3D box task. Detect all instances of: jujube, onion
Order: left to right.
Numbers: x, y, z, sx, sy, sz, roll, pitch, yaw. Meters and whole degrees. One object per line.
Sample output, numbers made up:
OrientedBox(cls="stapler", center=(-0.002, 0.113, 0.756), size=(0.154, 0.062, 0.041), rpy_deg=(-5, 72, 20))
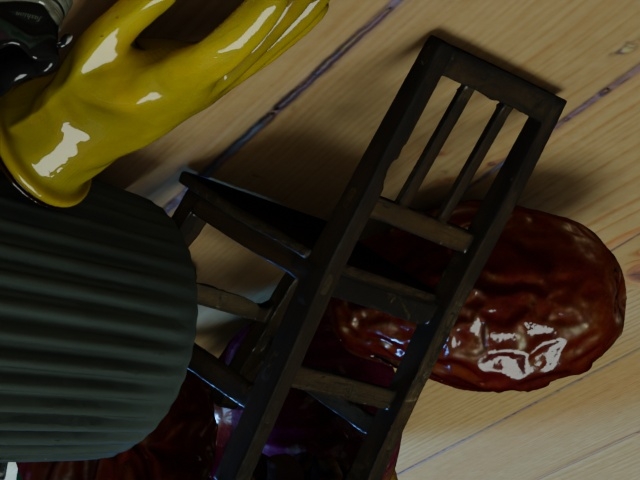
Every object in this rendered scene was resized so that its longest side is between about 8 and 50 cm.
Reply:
OrientedBox(cls="jujube", center=(-0.209, 0.199, 1.613), size=(0.213, 0.232, 0.213), rpy_deg=(-1, 167, 0))
OrientedBox(cls="onion", center=(-0.017, 0.203, 1.726), size=(0.272, 0.256, 0.230), rpy_deg=(-28, -179, -25))
OrientedBox(cls="jujube", center=(0.153, 0.059, 1.527), size=(0.290, 0.197, 0.197), rpy_deg=(0, 158, 20))

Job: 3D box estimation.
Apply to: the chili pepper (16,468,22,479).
OrientedBox(cls="chili pepper", center=(-0.254, 0.298, 1.863), size=(0.233, 0.257, 0.248), rpy_deg=(7, 155, -1))

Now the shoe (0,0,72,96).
OrientedBox(cls="shoe", center=(-0.261, -0.135, 1.121), size=(0.169, 0.099, 0.071), rpy_deg=(-10, 154, 1))

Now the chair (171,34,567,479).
OrientedBox(cls="chair", center=(0.000, 0.000, 1.403), size=(0.203, 0.416, 0.240), rpy_deg=(20, -172, -42))

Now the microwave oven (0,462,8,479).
OrientedBox(cls="microwave oven", center=(-0.432, 0.149, 1.557), size=(0.145, 0.194, 0.240), rpy_deg=(-9, 156, 30))

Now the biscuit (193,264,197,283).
OrientedBox(cls="biscuit", center=(-0.238, 0.038, 1.563), size=(0.192, 0.036, 0.186), rpy_deg=(-14, 153, 15))

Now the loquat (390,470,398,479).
OrientedBox(cls="loquat", center=(-0.031, 0.357, 2.044), size=(0.284, 0.276, 0.276), rpy_deg=(4, 159, 22))

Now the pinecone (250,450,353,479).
OrientedBox(cls="pinecone", center=(-0.018, 0.327, 1.532), size=(0.264, 0.264, 0.264), rpy_deg=(-5, 155, -3))

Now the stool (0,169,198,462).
OrientedBox(cls="stool", center=(-0.304, 0.051, 1.306), size=(0.330, 0.297, 0.297), rpy_deg=(12, 149, -44))

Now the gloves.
OrientedBox(cls="gloves", center=(-0.110, -0.137, 1.172), size=(0.294, 0.116, 0.133), rpy_deg=(-27, -173, 24))
